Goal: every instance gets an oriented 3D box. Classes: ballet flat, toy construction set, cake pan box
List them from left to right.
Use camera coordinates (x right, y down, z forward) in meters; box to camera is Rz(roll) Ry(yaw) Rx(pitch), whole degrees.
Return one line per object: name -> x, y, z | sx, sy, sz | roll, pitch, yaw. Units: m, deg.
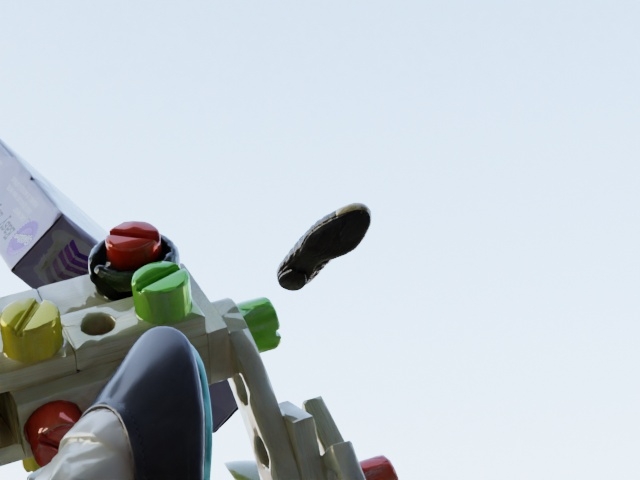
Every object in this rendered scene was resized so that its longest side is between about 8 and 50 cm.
toy construction set -> -0.116, 0.100, 0.647 | 0.327, 0.215, 0.151 | -1, -60, -28
cake pan box -> -0.191, 0.034, 1.174 | 0.246, 0.070, 0.267 | 43, -4, -33
ballet flat -> -0.081, 0.127, 0.511 | 0.074, 0.203, 0.074 | 0, -17, 0
ballet flat -> 0.000, 0.000, 1.508 | 0.057, 0.049, 0.173 | 25, -40, -22

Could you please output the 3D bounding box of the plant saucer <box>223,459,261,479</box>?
plant saucer -> 0.004, 0.274, 1.142 | 0.241, 0.037, 0.241 | 51, -8, 10
